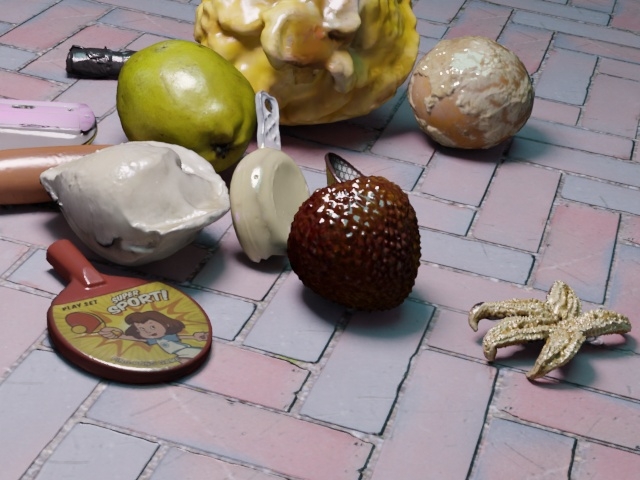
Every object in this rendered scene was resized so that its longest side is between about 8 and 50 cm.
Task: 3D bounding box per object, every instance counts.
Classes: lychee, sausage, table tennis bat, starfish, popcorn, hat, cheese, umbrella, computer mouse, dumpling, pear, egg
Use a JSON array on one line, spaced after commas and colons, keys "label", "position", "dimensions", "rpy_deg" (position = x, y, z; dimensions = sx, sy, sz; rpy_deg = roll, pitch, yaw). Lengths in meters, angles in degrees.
[{"label": "lychee", "position": [0.045, 0.004, 1.741], "dimensions": [0.194, 0.194, 0.194], "rpy_deg": [6, 28, -3]}, {"label": "sausage", "position": [-0.392, -0.098, 1.916], "dimensions": [0.289, 0.086, 0.086], "rpy_deg": [-4, 30, -24]}, {"label": "table tennis bat", "position": [-0.265, 0.090, 1.657], "dimensions": [0.200, 0.038, 0.310], "rpy_deg": [-14, 38, -36]}, {"label": "starfish", "position": [0.314, 0.110, 1.735], "dimensions": [0.238, 0.071, 0.216], "rpy_deg": [7, 33, -15]}, {"label": "popcorn", "position": [-0.034, -0.367, 2.227], "dimensions": [0.354, 0.344, 0.390], "rpy_deg": [-21, -15, 30]}, {"label": "hat", "position": [0.048, -0.036, 1.926], "dimensions": [0.193, 0.082, 0.193], "rpy_deg": [45, 13, -14]}, {"label": "cheese", "position": [-0.081, -0.096, 1.866], "dimensions": [0.071, 0.248, 0.163], "rpy_deg": [-14, -1, 29]}, {"label": "umbrella", "position": [-0.348, -0.321, 2.373], "dimensions": [0.236, 0.059, 0.066], "rpy_deg": [6, 49, -8]}, {"label": "computer mouse", "position": [-0.510, -0.175, 2.042], "dimensions": [0.310, 0.071, 0.158], "rpy_deg": [1, 27, -12]}, {"label": "dumpling", "position": [-0.249, -0.078, 1.799], "dimensions": [0.227, 0.175, 0.243], "rpy_deg": [-34, 77, -36]}, {"label": "pear", "position": [-0.216, -0.211, 2.042], "dimensions": [0.212, 0.212, 0.269], "rpy_deg": [-14, 42, -35]}, {"label": "egg", "position": [0.266, -0.256, 2.260], "dimensions": [0.245, 0.203, 0.203], "rpy_deg": [7, 24, -36]}]
